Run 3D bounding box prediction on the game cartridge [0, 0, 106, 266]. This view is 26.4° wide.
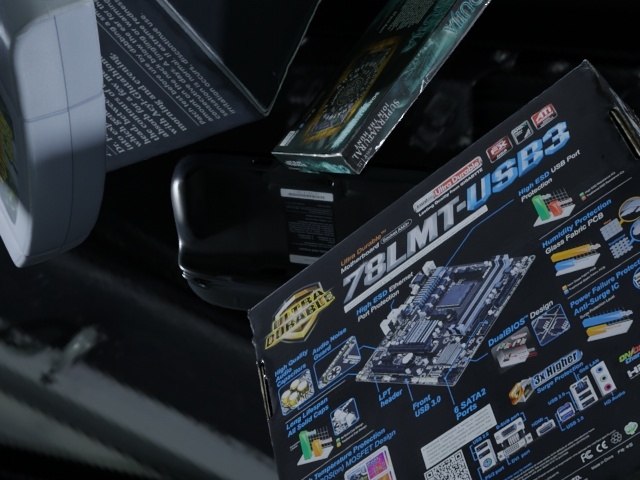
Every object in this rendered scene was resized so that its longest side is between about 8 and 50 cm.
[{"bbox_3d":[-0.189,-0.105,0.807,0.196,0.060,0.294,57,-23,16],"label":"game cartridge"}]

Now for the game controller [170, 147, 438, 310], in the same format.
[{"bbox_3d":[0.000,0.000,1.292,0.319,0.067,0.166,6,-70,25],"label":"game controller"}]

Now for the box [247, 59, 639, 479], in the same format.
[{"bbox_3d":[0.101,0.074,0.811,0.295,0.293,0.073,-36,-53,17],"label":"box"}]

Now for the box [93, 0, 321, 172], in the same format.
[{"bbox_3d":[-0.199,-0.231,1.236,0.396,0.293,0.212,-14,-48,40],"label":"box"}]

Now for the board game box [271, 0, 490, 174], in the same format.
[{"bbox_3d":[0.048,-0.132,1.093,0.026,0.126,0.186,42,-103,-23],"label":"board game box"}]
